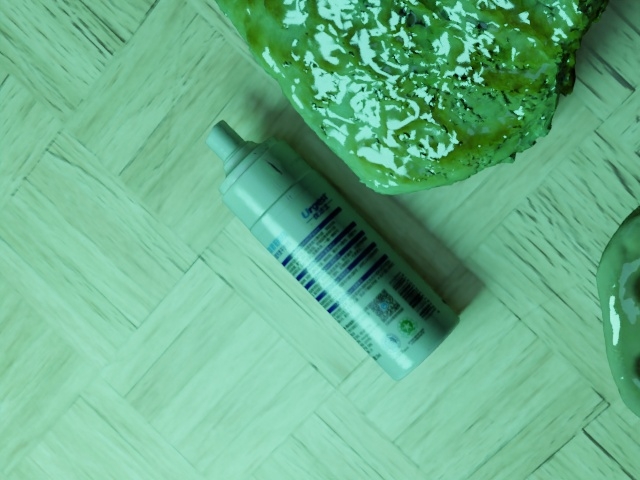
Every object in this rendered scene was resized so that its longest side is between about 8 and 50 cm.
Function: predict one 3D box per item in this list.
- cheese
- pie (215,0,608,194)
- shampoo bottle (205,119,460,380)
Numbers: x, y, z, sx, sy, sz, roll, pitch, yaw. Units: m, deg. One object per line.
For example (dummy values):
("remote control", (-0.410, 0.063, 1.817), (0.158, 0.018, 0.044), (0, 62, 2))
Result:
("cheese", (0.351, 0.060, 1.216), (0.218, 0.117, 0.235), (16, 111, 14))
("pie", (0.075, -0.252, 1.180), (0.395, 0.180, 0.418), (45, 128, 5))
("shampoo bottle", (0.000, 0.000, 1.342), (0.303, 0.092, 0.092), (45, 116, 2))
